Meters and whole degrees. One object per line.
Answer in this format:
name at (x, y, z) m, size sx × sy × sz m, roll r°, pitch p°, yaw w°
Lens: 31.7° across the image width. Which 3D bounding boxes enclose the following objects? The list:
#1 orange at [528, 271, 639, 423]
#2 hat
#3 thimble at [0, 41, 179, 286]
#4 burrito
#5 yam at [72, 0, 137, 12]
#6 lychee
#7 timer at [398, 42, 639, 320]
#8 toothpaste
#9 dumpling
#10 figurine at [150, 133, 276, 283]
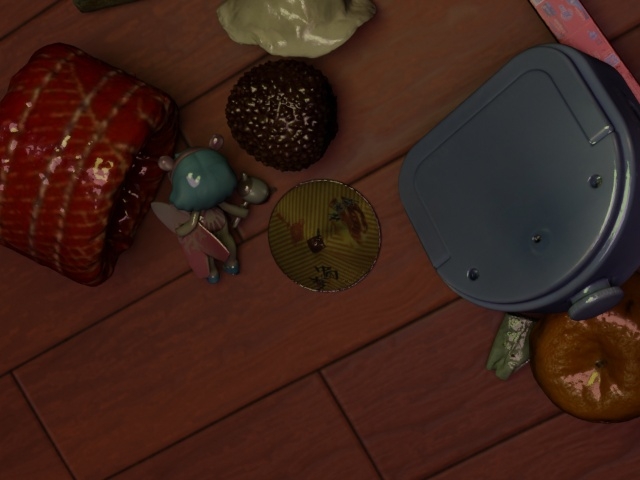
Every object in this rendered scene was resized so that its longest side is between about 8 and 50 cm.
orange at (0.449, 0.157, 1.733) m, size 0.249 × 0.183 × 0.249 m, roll 8°, pitch 114°, yaw 17°
hat at (0.000, 0.000, 1.833) m, size 0.193 × 0.082 × 0.193 m, roll 2°, pitch 102°, yaw 9°
thimble at (-0.375, -0.121, 1.753) m, size 0.231 × 0.350 × 0.350 m, roll 26°, pitch 104°, yaw 2°
burrito at (0.317, 0.173, 1.830) m, size 0.074 × 0.044 × 0.118 m, roll 22°, pitch 100°, yaw 1°
yam at (-0.277, -0.420, 1.815) m, size 0.253 × 0.061 × 0.061 m, roll -10°, pitch 99°, yaw 11°
lychee at (-0.061, -0.196, 1.752) m, size 0.188 × 0.188 × 0.188 m, roll 2°, pitch 101°, yaw 10°
timer at (0.324, -0.057, 1.640) m, size 0.395 × 0.173 × 0.394 m, roll -6°, pitch 80°, yaw 41°
toothpaste at (0.416, -0.277, 1.711) m, size 0.066 × 0.076 × 0.320 m, roll -35°, pitch 92°, yaw 14°
dumpling at (-0.038, -0.350, 1.739) m, size 0.250 × 0.162 × 0.132 m, roll 0°, pitch 139°, yaw 3°
figurine at (-0.158, -0.046, 1.813) m, size 0.205 × 0.103 × 0.260 m, roll -18°, pitch 127°, yaw -12°
